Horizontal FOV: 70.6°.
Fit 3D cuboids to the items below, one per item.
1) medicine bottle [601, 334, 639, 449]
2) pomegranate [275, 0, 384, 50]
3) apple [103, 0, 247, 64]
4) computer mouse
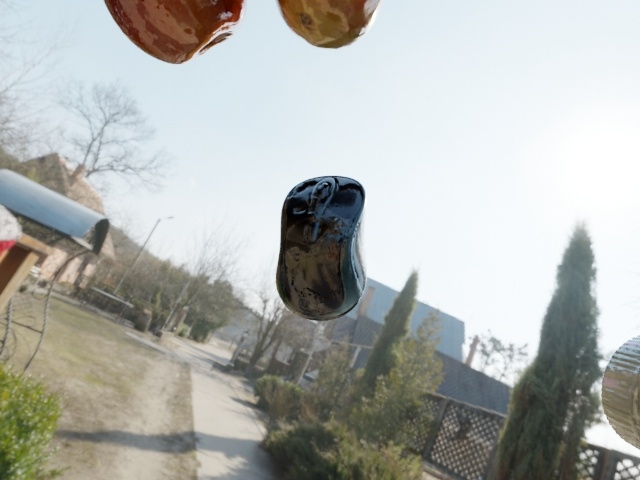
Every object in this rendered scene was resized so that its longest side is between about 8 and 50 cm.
[{"bbox_3d":[0.264,0.110,0.248,0.088,0.131,0.188,20,-5,-9],"label":"medicine bottle"},{"bbox_3d":[0.020,-0.403,0.708,0.191,0.191,0.191,23,-15,7],"label":"pomegranate"},{"bbox_3d":[-0.229,-0.396,0.713,0.201,0.218,0.218,55,-26,-19],"label":"apple"},{"bbox_3d":[0.000,0.000,0.670,0.138,0.233,0.096,0,-21,10],"label":"computer mouse"}]
